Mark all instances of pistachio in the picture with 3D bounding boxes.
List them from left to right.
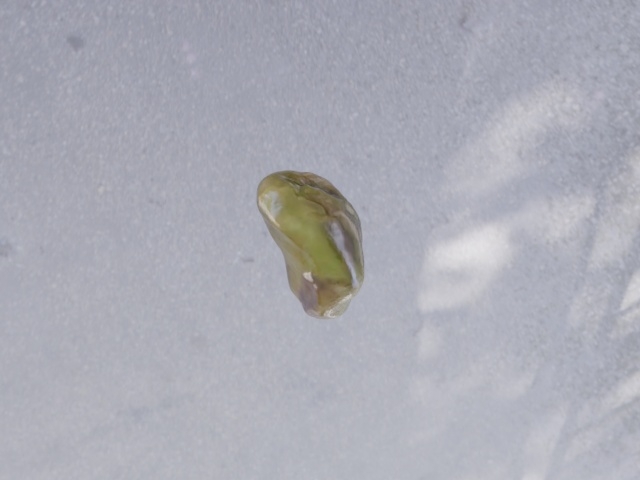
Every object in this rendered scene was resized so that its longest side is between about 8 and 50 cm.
[{"bbox_3d":[0.002,0.000,0.972,0.100,0.110,0.189,-10,116,35],"label":"pistachio"}]
